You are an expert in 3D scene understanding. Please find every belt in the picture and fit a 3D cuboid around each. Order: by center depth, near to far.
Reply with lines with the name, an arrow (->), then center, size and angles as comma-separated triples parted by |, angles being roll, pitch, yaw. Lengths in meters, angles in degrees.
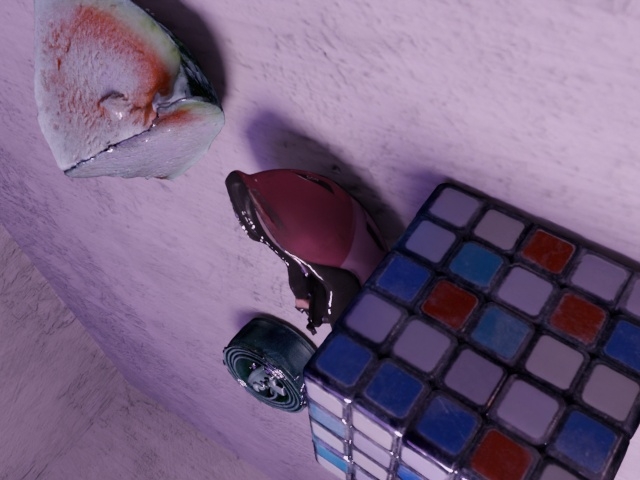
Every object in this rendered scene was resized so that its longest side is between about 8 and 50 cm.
belt -> -0.101, 0.263, 1.444 | 0.206, 0.116, 0.267 | 47, 150, -8

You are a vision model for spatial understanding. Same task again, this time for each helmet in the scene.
helmet -> 0.000, 0.000, 0.885 | 0.253, 0.154, 0.198 | 68, 166, -14

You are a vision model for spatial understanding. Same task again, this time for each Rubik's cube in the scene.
Rubik's cube -> 0.177, 0.166, 0.757 | 0.293, 0.287, 0.292 | 28, 152, 23

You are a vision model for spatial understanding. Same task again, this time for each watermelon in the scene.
watermelon -> -0.272, -0.188, 0.864 | 0.289, 0.214, 0.320 | 48, 164, -13
